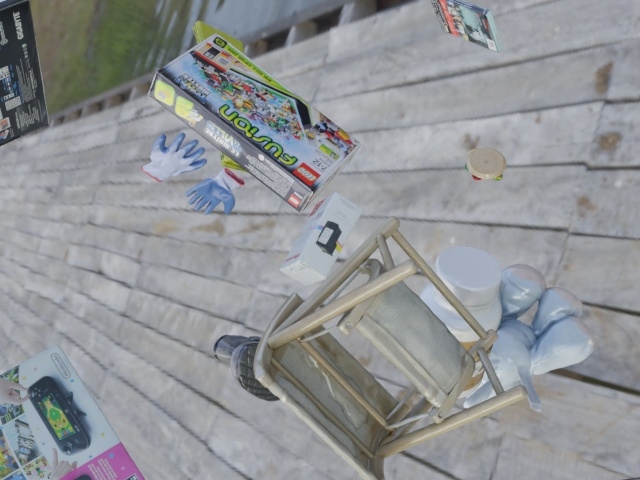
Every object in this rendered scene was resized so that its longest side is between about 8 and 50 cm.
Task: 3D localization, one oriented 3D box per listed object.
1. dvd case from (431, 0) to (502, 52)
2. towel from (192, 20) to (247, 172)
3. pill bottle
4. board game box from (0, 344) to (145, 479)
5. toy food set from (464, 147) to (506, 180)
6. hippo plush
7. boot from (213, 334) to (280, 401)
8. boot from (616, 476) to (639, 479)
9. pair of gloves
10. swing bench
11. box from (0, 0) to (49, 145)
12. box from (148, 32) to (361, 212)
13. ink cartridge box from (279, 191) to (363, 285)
[{"bbox_3d":[0.227,-0.343,1.351,0.013,0.087,0.119,-48,52,-8],"label":"dvd case"},{"bbox_3d":[-0.126,-0.202,1.243,0.021,0.102,0.237,-27,65,29],"label":"towel"},{"bbox_3d":[0.213,0.128,1.356,0.131,0.131,0.229,-108,19,-49],"label":"pill bottle"},{"bbox_3d":[-0.366,0.290,0.945,0.224,0.303,0.097,50,154,22],"label":"board game box"},{"bbox_3d":[0.337,-0.155,1.764,0.020,0.083,0.083,83,-164,-55],"label":"toy food set"},{"bbox_3d":[0.353,0.214,1.565,0.236,0.234,0.294,90,-178,-56],"label":"hippo plush"},{"bbox_3d":[-0.149,0.259,1.847,0.222,0.338,0.118,15,83,31],"label":"boot"},{"bbox_3d":[0.177,0.337,0.696,0.377,0.138,0.284,-15,16,18],"label":"boot"},{"bbox_3d":[-0.230,-0.118,1.585,0.159,0.198,0.023,-29,33,48],"label":"pair of gloves"},{"bbox_3d":[0.085,0.156,1.147,0.254,0.253,0.165,-38,20,12],"label":"swing bench"},{"bbox_3d":[-0.361,-0.150,0.835,0.051,0.175,0.220,55,157,13],"label":"box"},{"bbox_3d":[-0.068,-0.129,0.927,0.114,0.207,0.036,-49,-5,-45],"label":"box"},{"bbox_3d":[0.000,0.000,1.807,0.175,0.072,0.127,-61,13,-19],"label":"ink cartridge box"}]
